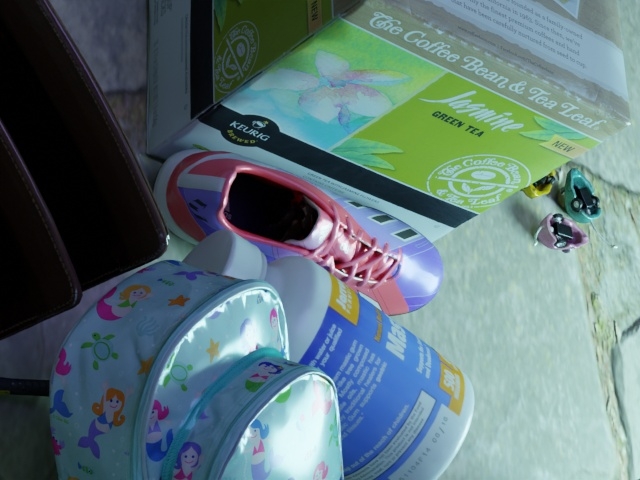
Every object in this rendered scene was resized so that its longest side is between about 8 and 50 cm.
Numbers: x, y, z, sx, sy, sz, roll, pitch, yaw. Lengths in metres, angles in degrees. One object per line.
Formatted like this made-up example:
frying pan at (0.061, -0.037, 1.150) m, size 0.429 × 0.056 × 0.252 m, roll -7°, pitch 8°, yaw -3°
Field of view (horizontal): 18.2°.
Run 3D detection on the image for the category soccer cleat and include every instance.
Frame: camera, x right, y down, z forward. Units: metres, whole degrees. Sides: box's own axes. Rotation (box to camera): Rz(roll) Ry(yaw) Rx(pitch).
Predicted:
soccer cleat at (0.000, 0.000, 1.843) m, size 0.318 × 0.116 × 0.108 m, roll 23°, pitch 82°, yaw -30°

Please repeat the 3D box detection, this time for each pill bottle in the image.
pill bottle at (-0.009, 0.109, 1.761) m, size 0.272 × 0.152 × 0.152 m, roll 37°, pitch 45°, yaw -22°

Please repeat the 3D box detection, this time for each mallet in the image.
mallet at (-0.185, 0.121, 1.652) m, size 0.190 × 0.062 × 0.039 m, roll 10°, pitch 61°, yaw -40°

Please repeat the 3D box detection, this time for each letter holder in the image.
letter holder at (-0.283, -0.070, 1.535) m, size 0.152 × 0.214 × 0.302 m, roll -36°, pitch 100°, yaw -49°

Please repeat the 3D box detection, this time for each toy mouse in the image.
toy mouse at (0.270, -0.029, 2.205) m, size 0.143 × 0.031 × 0.161 m, roll 38°, pitch 45°, yaw -20°

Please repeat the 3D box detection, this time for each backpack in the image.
backpack at (-0.100, 0.150, 1.546) m, size 0.225 × 0.191 × 0.253 m, roll -36°, pitch 127°, yaw -47°

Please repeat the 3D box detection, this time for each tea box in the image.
tea box at (0.059, -0.182, 1.878) m, size 0.329 × 0.323 × 0.220 m, roll 20°, pitch 53°, yaw -34°

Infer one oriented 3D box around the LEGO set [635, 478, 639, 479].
LEGO set at (0.328, 0.374, 1.889) m, size 0.255 × 0.192 × 0.331 m, roll 51°, pitch 42°, yaw -7°
